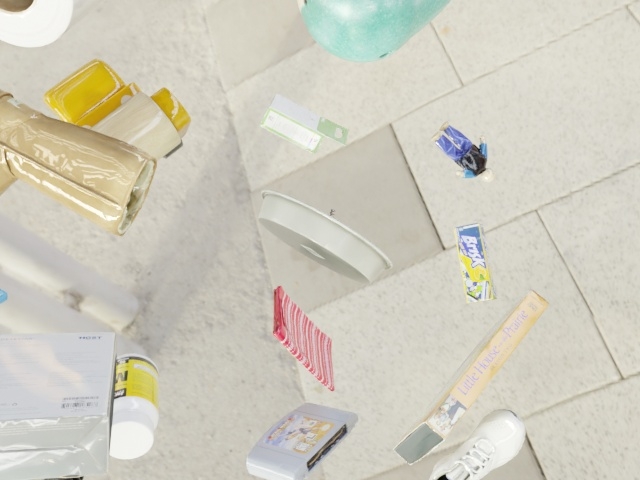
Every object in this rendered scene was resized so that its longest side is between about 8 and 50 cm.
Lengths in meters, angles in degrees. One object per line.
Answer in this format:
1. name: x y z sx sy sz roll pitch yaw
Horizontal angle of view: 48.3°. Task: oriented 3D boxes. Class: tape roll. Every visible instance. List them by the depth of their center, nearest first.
1. tape roll: -0.463 -0.457 1.141 0.246 0.246 0.169 -4 37 25

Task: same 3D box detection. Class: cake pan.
1. cake pan: 0.000 0.000 1.387 0.293 0.293 0.054 24 80 35

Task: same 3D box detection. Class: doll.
1. doll: 0.369 -0.217 1.788 0.189 0.046 0.129 42 75 -6

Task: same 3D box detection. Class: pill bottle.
1. pill bottle: -0.393 0.339 1.471 0.119 0.119 0.208 -34 30 6

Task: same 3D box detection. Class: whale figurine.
1. whale figurine: 0.108 -0.317 0.933 0.272 0.216 0.141 -17 87 -20

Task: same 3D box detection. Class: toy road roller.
1. toy road roller: -0.404 -0.228 1.357 0.202 0.240 0.329 -41 11 -14

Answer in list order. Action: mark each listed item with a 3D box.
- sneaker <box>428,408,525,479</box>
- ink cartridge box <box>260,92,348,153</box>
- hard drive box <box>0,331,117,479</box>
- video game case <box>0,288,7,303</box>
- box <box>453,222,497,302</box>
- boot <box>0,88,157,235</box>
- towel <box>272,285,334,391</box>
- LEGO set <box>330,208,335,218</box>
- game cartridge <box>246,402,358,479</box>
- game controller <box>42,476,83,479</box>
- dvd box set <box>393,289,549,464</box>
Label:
1. sneaker: 0.353 0.504 1.628 0.111 0.129 0.297 44 114 17
2. ink cartridge box: -0.039 -0.281 1.786 0.062 0.209 0.109 -60 9 29
3. hard drive box: -0.366 0.209 0.945 0.181 0.089 0.232 1 19 -13
4. video game case: -0.576 0.097 1.066 0.119 0.015 0.166 24 34 17
5. box: 0.336 0.049 1.553 0.059 0.054 0.168 -12 82 21
6. boot: -0.409 -0.076 1.070 0.270 0.089 0.236 27 109 4
7. towel: -0.044 0.268 1.965 0.031 0.275 0.198 -30 32 18
8. LEGO set: 0.024 -0.029 1.409 0.024 0.054 0.083 18 50 -3
9. game cartridge: -0.056 0.547 1.957 0.198 0.062 0.297 7 26 36
10. game controller: -0.390 0.488 1.087 0.166 0.067 0.319 40 125 41
11. dvd box set: 0.349 0.325 1.678 0.062 0.307 0.420 40 64 13
